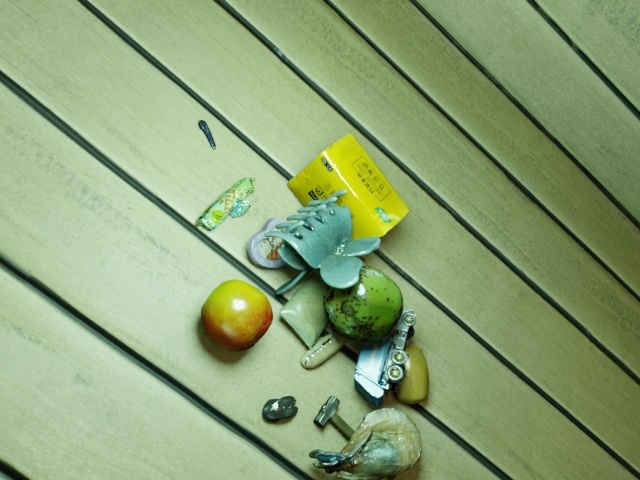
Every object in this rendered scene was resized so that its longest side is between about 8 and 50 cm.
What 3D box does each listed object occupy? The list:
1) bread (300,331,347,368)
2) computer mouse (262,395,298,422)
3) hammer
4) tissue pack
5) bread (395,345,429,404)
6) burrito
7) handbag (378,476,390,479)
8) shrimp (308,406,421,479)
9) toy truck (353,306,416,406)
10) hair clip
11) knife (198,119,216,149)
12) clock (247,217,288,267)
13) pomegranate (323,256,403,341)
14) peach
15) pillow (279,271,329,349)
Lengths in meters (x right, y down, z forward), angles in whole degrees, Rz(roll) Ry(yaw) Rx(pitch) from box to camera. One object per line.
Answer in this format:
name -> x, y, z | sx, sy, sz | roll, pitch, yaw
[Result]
bread -> 0.019, 0.389, 1.941 | 0.214, 0.053, 0.073 | -29, 84, -33
computer mouse -> -0.130, 0.564, 1.799 | 0.135, 0.047, 0.079 | -5, 76, -32
hammer -> 0.134, 0.709, 1.885 | 0.365, 0.043, 0.111 | 45, 56, -4
tissue pack -> 0.104, -0.166, 2.047 | 0.382, 0.293, 0.228 | 51, 52, -4
bread -> 0.352, 0.514, 2.057 | 0.147, 0.098, 0.217 | 2, 70, -25
burrito -> -0.322, -0.124, 1.934 | 0.104, 0.054, 0.288 | 45, 57, -8
handbag -> 0.236, 0.882, 1.901 | 0.061, 0.027, 0.083 | -22, 81, -32
shrimp -> 0.171, 0.701, 1.834 | 0.445, 0.110, 0.221 | -1, 67, -32
toy truck -> 0.241, 0.414, 1.970 | 0.175, 0.146, 0.367 | 15, 59, 13
hair clip -> 0.000, 0.000, 1.852 | 0.318, 0.392, 0.238 | -39, 108, -38
knife -> -0.419, -0.394, 1.998 | 0.031, 0.018, 0.121 | -24, 86, -40
clock -> -0.177, 0.023, 1.953 | 0.198, 0.064, 0.172 | -49, 118, -32
pomegranate -> 0.140, 0.184, 1.908 | 0.285, 0.285, 0.341 | 16, 42, -23
peach -> -0.271, 0.243, 1.744 | 0.231, 0.231, 0.231 | 10, 68, -26
pillow -> -0.008, 0.228, 1.968 | 0.185, 0.075, 0.302 | 49, 54, -11
